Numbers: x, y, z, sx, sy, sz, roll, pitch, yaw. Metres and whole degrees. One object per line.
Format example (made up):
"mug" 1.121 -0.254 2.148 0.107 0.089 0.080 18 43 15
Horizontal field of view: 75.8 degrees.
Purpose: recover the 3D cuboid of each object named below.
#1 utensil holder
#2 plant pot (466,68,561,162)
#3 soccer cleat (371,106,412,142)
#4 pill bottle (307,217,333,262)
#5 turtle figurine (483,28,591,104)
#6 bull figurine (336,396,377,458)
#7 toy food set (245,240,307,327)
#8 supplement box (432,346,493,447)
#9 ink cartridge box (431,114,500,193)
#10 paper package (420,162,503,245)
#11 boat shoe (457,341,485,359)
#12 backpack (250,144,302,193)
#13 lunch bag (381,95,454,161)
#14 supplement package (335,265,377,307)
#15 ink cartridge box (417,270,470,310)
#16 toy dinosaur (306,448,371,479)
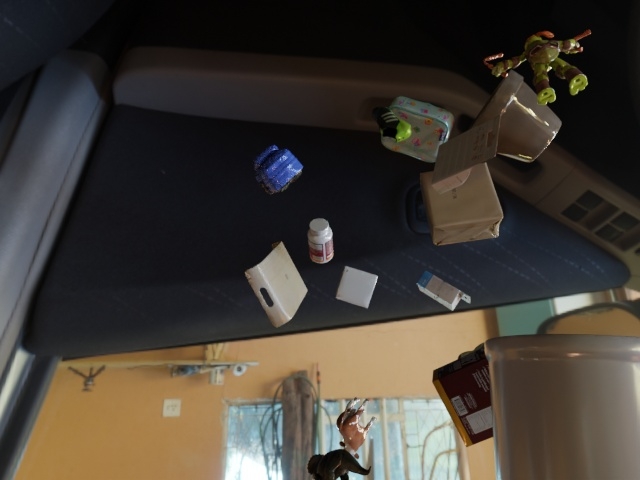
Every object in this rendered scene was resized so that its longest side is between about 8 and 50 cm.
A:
"utensil holder" 0.477 0.382 0.733 0.326 0.386 0.328 4 160 2
"plant pot" 0.775 -0.464 1.649 0.280 0.323 0.323 35 161 6
"soccer cleat" 0.198 -0.350 1.232 0.072 0.179 0.060 -30 138 -13
"pill bottle" 0.000 0.000 1.417 0.085 0.086 0.152 -2 136 2
"turtle figurine" 0.565 -0.447 1.013 0.269 0.218 0.087 -12 148 6
"bull figurine" 0.145 0.782 1.718 0.101 0.188 0.311 21 146 30
"toy food set" -0.158 0.148 1.476 0.092 0.220 0.306 -23 -169 18
"supplement box" 0.446 0.426 1.150 0.194 0.192 0.129 -30 169 13
"ink cartridge box" 0.451 -0.260 1.253 0.056 0.181 0.224 36 147 -26
"paper package" 0.638 -0.170 1.887 0.308 0.325 0.168 -9 147 11
"boat shoe" 0.603 0.435 1.530 0.189 0.068 0.072 -17 -165 -24
"backpack" -0.102 -0.160 0.932 0.101 0.098 0.120 44 173 -18
"lunch bag" 0.397 -0.449 1.699 0.278 0.108 0.224 24 140 13
"supplement package" 0.185 0.243 2.193 0.177 0.176 0.293 18 176 4
"ink cartridge box" 0.444 0.190 1.484 0.180 0.060 0.104 33 172 28
"toy dinosaur" 0.040 0.774 1.387 0.120 0.161 0.314 24 128 -21
